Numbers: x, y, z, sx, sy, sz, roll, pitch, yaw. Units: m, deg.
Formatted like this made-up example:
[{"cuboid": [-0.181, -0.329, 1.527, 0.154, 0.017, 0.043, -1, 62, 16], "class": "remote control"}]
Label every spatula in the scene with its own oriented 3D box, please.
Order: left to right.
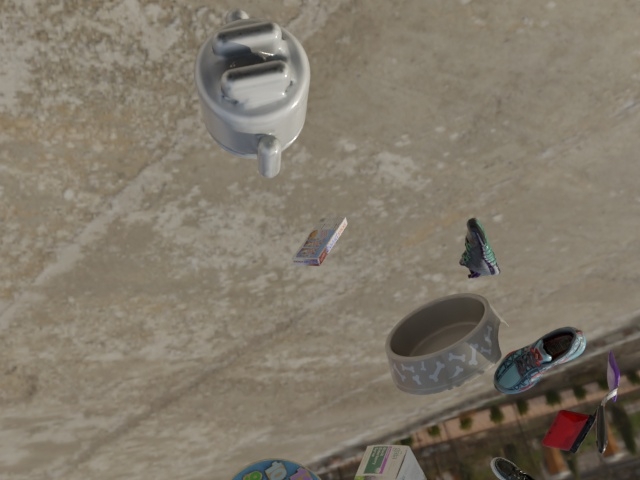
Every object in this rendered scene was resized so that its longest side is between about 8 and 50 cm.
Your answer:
[{"cuboid": [0.574, 0.328, 1.530, 0.030, 0.084, 0.296, 9, -152, 24], "class": "spatula"}]

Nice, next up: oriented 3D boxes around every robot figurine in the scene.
[{"cuboid": [-0.122, -0.268, 1.399, 0.200, 0.299, 0.353, -9, 170, -5], "class": "robot figurine"}]

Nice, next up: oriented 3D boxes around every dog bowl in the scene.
[{"cuboid": [0.331, 0.266, 2.059, 0.349, 0.102, 0.348, -25, -163, 8], "class": "dog bowl"}]

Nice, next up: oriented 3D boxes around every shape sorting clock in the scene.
[{"cuboid": [-0.073, 0.464, 1.274, 0.206, 0.206, 0.040, -6, 146, -19], "class": "shape sorting clock"}]

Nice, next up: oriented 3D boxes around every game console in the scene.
[{"cuboid": [0.654, 0.473, 1.975, 0.124, 0.085, 0.144, -34, 147, -44], "class": "game console"}]

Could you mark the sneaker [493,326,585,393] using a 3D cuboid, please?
[{"cuboid": [0.545, 0.291, 1.938, 0.262, 0.104, 0.125, -36, 154, 6], "class": "sneaker"}]

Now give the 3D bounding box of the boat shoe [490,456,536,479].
[{"cuboid": [0.456, 0.543, 1.747, 0.049, 0.142, 0.040, -51, 175, -32], "class": "boat shoe"}]

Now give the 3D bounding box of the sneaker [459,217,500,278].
[{"cuboid": [0.415, 0.033, 2.076, 0.098, 0.083, 0.223, -20, 132, 15], "class": "sneaker"}]

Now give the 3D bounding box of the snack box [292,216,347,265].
[{"cuboid": [0.000, 0.000, 1.703, 0.064, 0.178, 0.022, 1, 122, 25], "class": "snack box"}]

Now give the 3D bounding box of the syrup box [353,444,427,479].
[{"cuboid": [0.160, 0.512, 1.488, 0.096, 0.093, 0.236, -11, 120, 33], "class": "syrup box"}]
